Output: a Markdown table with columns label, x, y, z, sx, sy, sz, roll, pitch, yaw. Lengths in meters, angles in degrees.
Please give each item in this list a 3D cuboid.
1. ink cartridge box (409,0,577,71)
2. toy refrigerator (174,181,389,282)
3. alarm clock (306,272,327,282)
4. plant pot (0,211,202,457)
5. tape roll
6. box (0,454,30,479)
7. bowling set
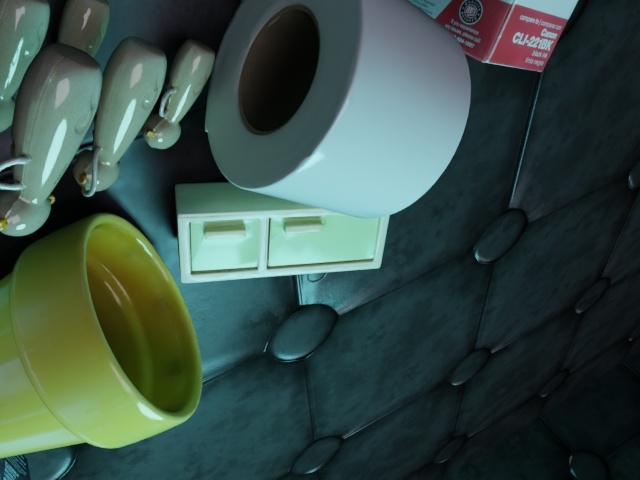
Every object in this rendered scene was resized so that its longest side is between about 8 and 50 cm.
| label | x | y | z | sx | sy | sz | roll | pitch | yaw |
| --- | --- | --- | --- | --- | --- | --- | --- | --- | --- |
| ink cartridge box | 0.204 | -0.355 | 0.589 | 0.114 | 0.197 | 0.272 | -6 | 129 | -35 |
| toy refrigerator | -0.051 | -0.015 | 0.713 | 0.270 | 0.094 | 0.102 | -3 | 122 | -16 |
| alarm clock | 0.000 | 0.000 | 0.850 | 0.129 | 0.064 | 0.192 | -20 | 138 | -23 |
| plant pot | -0.299 | 0.126 | 0.612 | 0.239 | 0.254 | 0.254 | -22 | 138 | 3 |
| tape roll | 0.013 | -0.156 | 0.582 | 0.169 | 0.246 | 0.246 | 10 | 118 | -42 |
| box | -0.531 | 0.357 | 0.695 | 0.247 | 0.142 | 0.163 | -23 | 135 | -21 |
| bowling set | -0.242 | -0.145 | 0.490 | 0.154 | 0.200 | 0.287 | -57 | 179 | 24 |
